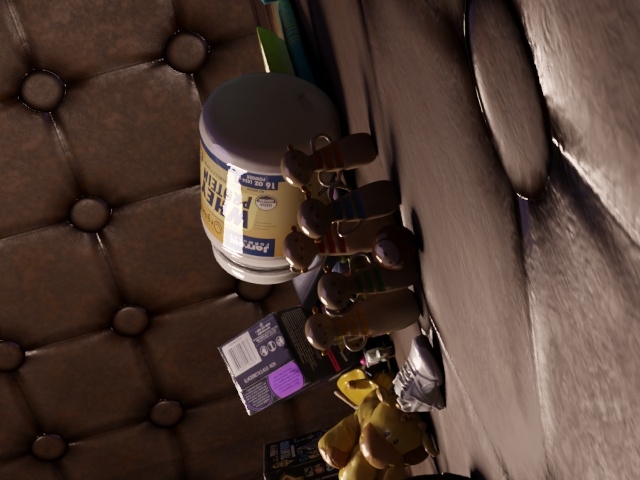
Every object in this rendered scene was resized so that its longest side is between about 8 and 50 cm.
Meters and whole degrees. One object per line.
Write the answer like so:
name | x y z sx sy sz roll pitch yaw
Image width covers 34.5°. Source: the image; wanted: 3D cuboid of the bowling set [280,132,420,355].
bowling set | 0.029 0.000 1.276 0.200 0.154 0.287 154 100 -87

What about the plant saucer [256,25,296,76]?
plant saucer | -0.065 -0.268 1.868 0.188 0.045 0.188 79 176 -45

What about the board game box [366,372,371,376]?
board game box | 0.115 0.296 2.392 0.281 0.027 0.145 81 171 -66

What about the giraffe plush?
giraffe plush | 0.111 0.312 1.659 0.170 0.181 0.210 147 143 -76

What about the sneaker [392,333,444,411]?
sneaker | 0.125 0.179 1.333 0.152 0.061 0.054 80 176 -47

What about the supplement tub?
supplement tub | -0.089 -0.099 1.743 0.316 0.228 0.228 96 162 -47

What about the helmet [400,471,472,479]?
helmet | 0.130 0.379 1.282 0.169 0.161 0.169 164 90 -87

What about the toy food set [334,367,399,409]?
toy food set | 0.102 0.280 1.970 0.128 0.071 0.218 35 162 4

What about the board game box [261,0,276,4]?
board game box | -0.102 -0.526 1.674 0.336 0.079 0.254 -115 9 -72

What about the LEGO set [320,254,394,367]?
LEGO set | 0.045 0.092 1.878 0.132 0.107 0.287 83 171 -70

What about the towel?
towel | -0.045 -0.346 1.972 0.271 0.040 0.370 85 171 -68

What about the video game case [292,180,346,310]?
video game case | 0.000 0.000 1.922 0.196 0.026 0.274 -64 12 10

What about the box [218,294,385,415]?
box | -0.030 0.203 1.923 0.270 0.165 0.143 -10 -109 -56

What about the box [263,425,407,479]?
box | 0.032 0.431 2.080 0.295 0.293 0.073 156 98 -86

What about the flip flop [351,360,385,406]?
flip flop | 0.094 0.236 2.104 0.112 0.080 0.277 -118 28 -61

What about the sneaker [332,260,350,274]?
sneaker | -0.014 -0.013 2.186 0.112 0.131 0.319 78 175 -53
